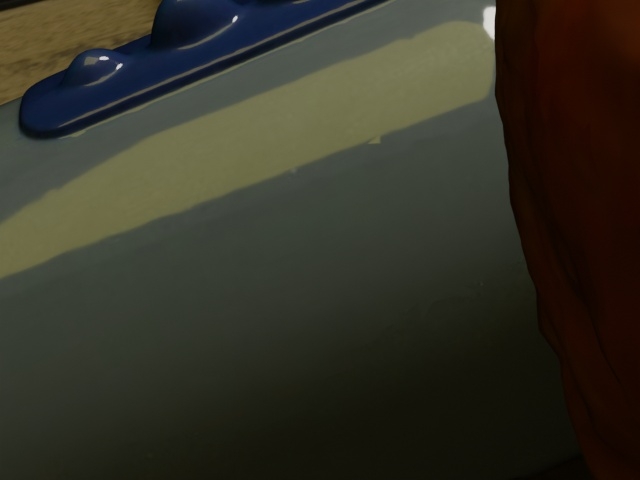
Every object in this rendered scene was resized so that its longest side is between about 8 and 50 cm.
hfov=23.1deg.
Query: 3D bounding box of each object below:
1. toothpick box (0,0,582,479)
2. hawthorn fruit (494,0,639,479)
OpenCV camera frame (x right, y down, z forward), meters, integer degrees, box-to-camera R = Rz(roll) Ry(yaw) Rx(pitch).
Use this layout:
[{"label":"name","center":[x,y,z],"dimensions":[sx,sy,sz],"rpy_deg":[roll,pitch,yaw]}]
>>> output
[{"label":"toothpick box","center":[0.000,0.000,0.657],"dimensions":[0.355,0.263,0.263],"rpy_deg":[-23,33,3]},{"label":"hawthorn fruit","center":[0.261,-0.055,0.396],"dimensions":[0.472,0.472,0.472],"rpy_deg":[-18,33,13]}]
